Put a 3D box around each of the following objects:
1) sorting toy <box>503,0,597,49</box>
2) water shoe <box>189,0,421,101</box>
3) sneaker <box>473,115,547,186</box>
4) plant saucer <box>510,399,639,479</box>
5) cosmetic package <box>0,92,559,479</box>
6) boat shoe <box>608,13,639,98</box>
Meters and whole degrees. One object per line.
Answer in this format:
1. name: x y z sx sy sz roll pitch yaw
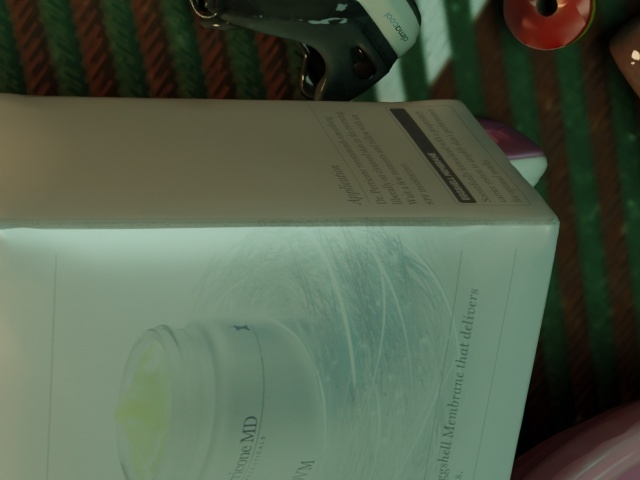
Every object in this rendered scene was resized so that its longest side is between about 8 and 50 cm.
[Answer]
1. sorting toy: 0.167 -0.224 0.744 0.132 0.046 0.274 10 103 18
2. water shoe: -0.039 -0.140 0.731 0.203 0.073 0.080 40 94 -22
3. sneaker: 0.000 0.000 0.776 0.236 0.095 0.104 -4 114 -16
4. plant saucer: 0.164 0.226 0.853 0.332 0.084 0.332 -14 116 -29
5. cosmetic package: -0.039 0.063 0.664 0.224 0.138 0.224 0 117 -14
6. boat shoe: 0.269 0.005 0.853 0.123 0.123 0.342 -24 116 24
